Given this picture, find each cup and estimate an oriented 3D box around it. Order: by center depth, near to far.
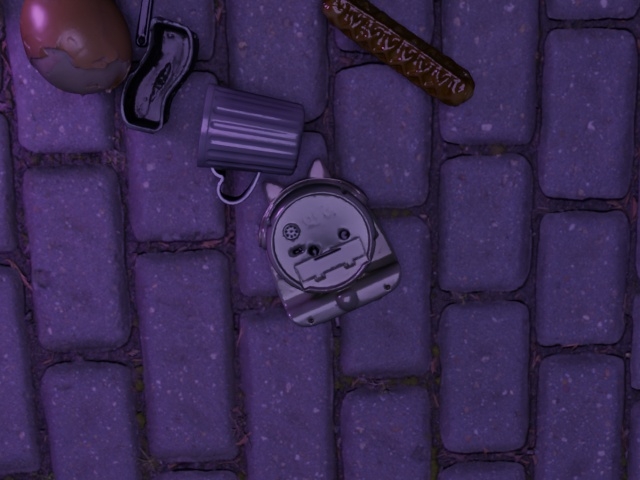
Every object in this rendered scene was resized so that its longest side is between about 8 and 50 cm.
[{"bbox_3d":[-0.146,-0.196,1.665,0.201,0.167,0.221,8,123,-7],"label":"cup"}]

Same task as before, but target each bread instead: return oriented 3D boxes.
[{"bbox_3d":[0.160,-0.395,1.671,0.367,0.084,0.077,33,138,-10],"label":"bread"}]

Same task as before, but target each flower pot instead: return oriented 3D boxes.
[{"bbox_3d":[-0.323,-0.330,1.648,0.103,0.108,0.229,24,100,-7],"label":"flower pot"}]

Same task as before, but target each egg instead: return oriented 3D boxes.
[{"bbox_3d":[-0.474,-0.403,1.581,0.201,0.201,0.245,-18,90,1],"label":"egg"}]

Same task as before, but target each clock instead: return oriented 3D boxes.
[{"bbox_3d":[0.000,0.000,1.727,0.265,0.108,0.324,-25,101,3],"label":"clock"}]

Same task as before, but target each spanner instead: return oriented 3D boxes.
[{"bbox_3d":[-0.346,-0.496,1.661,0.046,0.012,0.209,10,101,-5],"label":"spanner"}]
